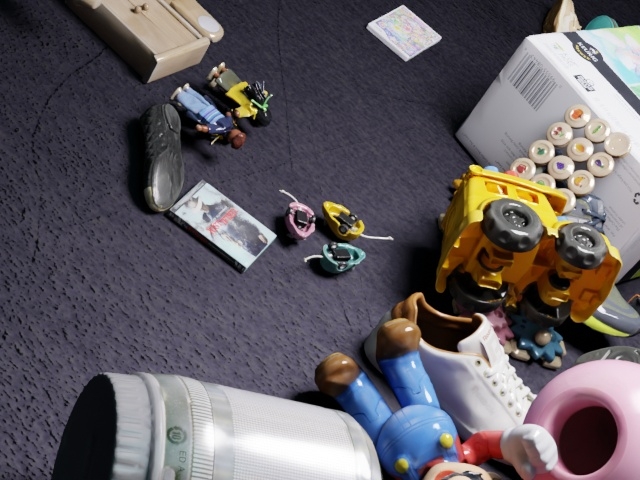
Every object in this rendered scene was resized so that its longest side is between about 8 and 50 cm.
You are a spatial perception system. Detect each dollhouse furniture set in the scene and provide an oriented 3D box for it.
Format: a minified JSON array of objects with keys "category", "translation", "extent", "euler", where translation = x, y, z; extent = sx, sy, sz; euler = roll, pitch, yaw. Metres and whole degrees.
[{"category":"dollhouse furniture set","translation":[-0.173,-0.404,1.788],"extent":[0.174,0.355,0.303],"euler":[44,38,11]}]

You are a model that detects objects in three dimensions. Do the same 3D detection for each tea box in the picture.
[{"category":"tea box","translation":[0.450,-0.134,2.063],"extent":[0.324,0.220,0.329],"euler":[-13,57,-44]}]

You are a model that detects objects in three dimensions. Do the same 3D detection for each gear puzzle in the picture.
[{"category":"gear puzzle","translation":[0.251,0.024,1.893],"extent":[0.176,0.044,0.338],"euler":[17,41,-21]}]

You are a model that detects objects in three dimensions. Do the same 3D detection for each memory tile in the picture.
[{"category":"memory tile","translation":[0.342,-0.113,1.870],"extent":[0.113,0.148,0.012],"euler":[43,-6,27]}]

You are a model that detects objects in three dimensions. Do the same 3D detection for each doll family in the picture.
[{"category":"doll family","translation":[-0.122,-0.173,1.815],"extent":[0.111,0.076,0.193],"euler":[44,44,5]}]

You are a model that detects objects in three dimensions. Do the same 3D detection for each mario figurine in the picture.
[{"category":"mario figurine","translation":[0.120,0.227,1.474],"extent":[0.170,0.198,0.320],"euler":[8,39,-48]}]

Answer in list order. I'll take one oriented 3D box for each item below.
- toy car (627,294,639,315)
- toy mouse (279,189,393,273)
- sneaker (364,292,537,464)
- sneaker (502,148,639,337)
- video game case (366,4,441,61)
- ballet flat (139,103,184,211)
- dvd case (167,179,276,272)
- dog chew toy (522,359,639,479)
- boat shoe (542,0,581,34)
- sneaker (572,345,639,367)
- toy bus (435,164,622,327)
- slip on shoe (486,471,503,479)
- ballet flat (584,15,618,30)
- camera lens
[{"category":"toy car","translation":[0.485,0.072,1.967],"extent":[0.060,0.122,0.040],"euler":[28,17,24]},{"category":"toy mouse","translation":[0.000,0.000,1.748],"extent":[0.161,0.031,0.143],"euler":[33,38,-1]},{"category":"sneaker","translation":[0.199,0.170,1.642],"extent":[0.290,0.123,0.106],"euler":[33,36,-4]},{"category":"sneaker","translation":[0.353,0.003,1.884],"extent":[0.300,0.121,0.111],"euler":[55,26,14]},{"category":"video game case","translation":[0.137,-0.338,2.221],"extent":[0.087,0.011,0.122],"euler":[42,39,9]},{"category":"ballet flat","translation":[-0.203,-0.100,1.710],"extent":[0.057,0.049,0.173],"euler":[41,34,-39]},{"category":"dvd case","translation":[-0.122,-0.019,1.694],"extent":[0.119,0.013,0.087],"euler":[37,38,4]},{"category":"dog chew toy","translation":[0.371,0.262,1.589],"extent":[0.332,0.207,0.206],"euler":[30,30,-50]},{"category":"boat shoe","translation":[0.435,-0.373,2.439],"extent":[0.059,0.063,0.170],"euler":[28,48,-12]},{"category":"sneaker","translation":[0.448,0.207,1.824],"extent":[0.228,0.130,0.087],"euler":[1,47,3]},{"category":"toy bus","translation":[0.266,-0.012,1.794],"extent":[0.220,0.149,0.211],"euler":[14,41,-10]},{"category":"slip on shoe","translation":[0.212,0.318,1.557],"extent":[0.051,0.041,0.135],"euler":[18,41,-20]},{"category":"ballet flat","translation":[0.507,-0.301,2.410],"extent":[0.087,0.083,0.247],"euler":[46,32,-26]},{"category":"camera lens","translation":[-0.094,0.246,1.267],"extent":[0.274,0.219,0.219],"euler":[15,42,-23]}]
